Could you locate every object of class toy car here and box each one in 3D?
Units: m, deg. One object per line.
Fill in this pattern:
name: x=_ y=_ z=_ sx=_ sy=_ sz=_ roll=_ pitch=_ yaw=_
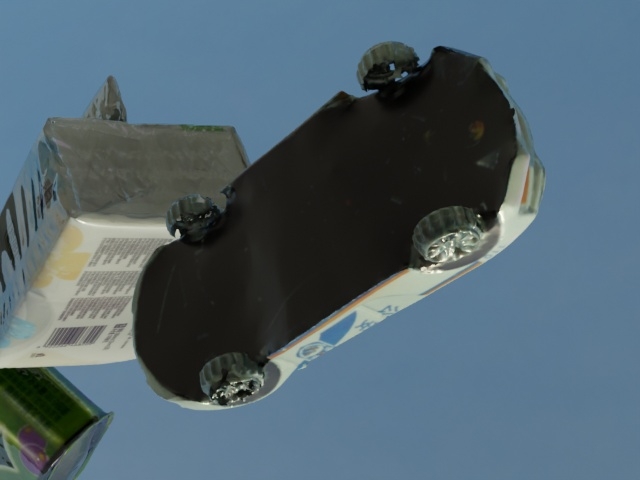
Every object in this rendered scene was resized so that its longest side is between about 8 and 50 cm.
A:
toy car: x=0.000 y=0.000 z=0.507 sx=0.205 sy=0.056 sz=0.095 roll=-36 pitch=-125 yaw=28

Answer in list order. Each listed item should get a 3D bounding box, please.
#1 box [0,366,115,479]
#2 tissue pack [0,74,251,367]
box: x=-0.350 y=0.098 z=1.122 sx=0.345 sy=0.134 sz=0.097 roll=39 pitch=-137 yaw=10
tissue pack: x=-0.171 y=-0.013 z=0.954 sx=0.229 sy=0.159 sz=0.145 roll=-48 pitch=-128 yaw=48
